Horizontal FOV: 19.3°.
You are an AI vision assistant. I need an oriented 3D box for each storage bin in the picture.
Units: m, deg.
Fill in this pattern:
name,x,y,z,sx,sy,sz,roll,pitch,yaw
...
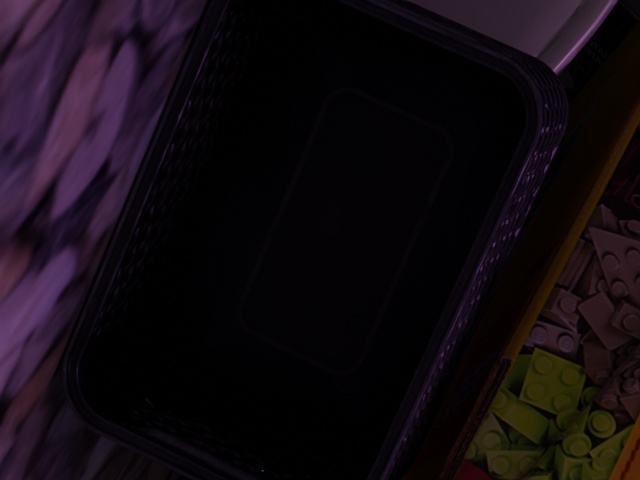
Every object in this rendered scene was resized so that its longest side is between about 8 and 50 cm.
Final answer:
name,x,y,z,sx,sy,sz,roll,pitch,yaw
storage bin,0.000,0.000,0.679,0.180,0.122,0.084,-66,169,9

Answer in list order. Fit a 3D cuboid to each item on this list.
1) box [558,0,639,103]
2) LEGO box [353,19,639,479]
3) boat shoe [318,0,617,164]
name,x,y,z,sx,sy,sz,roll,pitch,yaw
box,0.196,-0.110,1.091,0.143,0.165,0.270,-34,152,-14
LEGO box,0.125,0.119,0.925,0.372,0.193,0.500,-59,-179,-24
boat shoe,0.090,-0.153,0.802,0.099,0.116,0.319,86,26,-65
